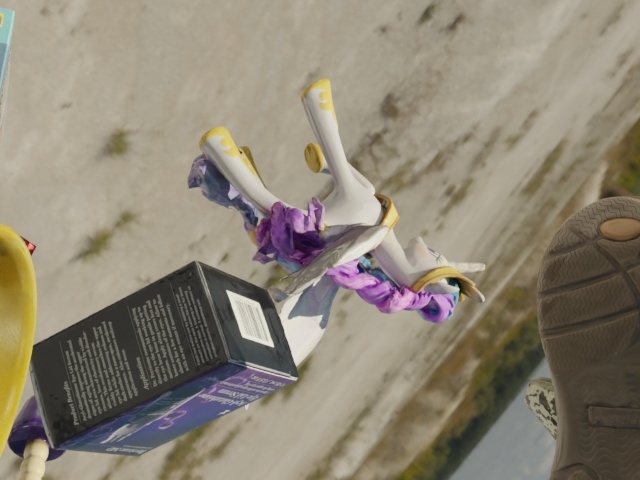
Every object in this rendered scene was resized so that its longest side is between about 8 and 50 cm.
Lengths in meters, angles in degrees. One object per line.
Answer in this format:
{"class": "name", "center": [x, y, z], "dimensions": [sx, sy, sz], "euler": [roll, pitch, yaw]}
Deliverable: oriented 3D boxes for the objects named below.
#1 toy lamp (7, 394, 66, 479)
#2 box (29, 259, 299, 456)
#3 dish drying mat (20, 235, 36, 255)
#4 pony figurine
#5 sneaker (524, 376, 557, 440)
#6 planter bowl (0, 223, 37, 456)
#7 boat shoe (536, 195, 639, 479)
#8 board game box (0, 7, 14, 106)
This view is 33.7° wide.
{"class": "toy lamp", "center": [-0.352, 0.300, 1.263], "dimensions": [0.275, 0.080, 0.080], "euler": [-91, -155, -51]}
{"class": "box", "center": [-0.153, 0.122, 1.036], "dimensions": [0.207, 0.108, 0.153], "euler": [-28, 157, 16]}
{"class": "dish drying mat", "center": [-0.397, 0.036, 1.353], "dimensions": [0.032, 0.008, 0.083], "euler": [43, 66, -42]}
{"class": "pony figurine", "center": [0.000, 0.000, 1.331], "dimensions": [0.351, 0.363, 0.303], "euler": [-29, 162, -34]}
{"class": "sneaker", "center": [0.307, 0.041, 0.797], "dimensions": [0.410, 0.182, 0.158], "euler": [-51, 162, 13]}
{"class": "planter bowl", "center": [-0.215, 0.081, 0.456], "dimensions": [0.217, 0.090, 0.217], "euler": [18, 90, -84]}
{"class": "boat shoe", "center": [0.202, 0.130, 0.649], "dimensions": [0.116, 0.123, 0.325], "euler": [-20, 113, -60]}
{"class": "board game box", "center": [-0.604, -0.211, 1.862], "dimensions": [0.336, 0.079, 0.254], "euler": [126, -30, -59]}
